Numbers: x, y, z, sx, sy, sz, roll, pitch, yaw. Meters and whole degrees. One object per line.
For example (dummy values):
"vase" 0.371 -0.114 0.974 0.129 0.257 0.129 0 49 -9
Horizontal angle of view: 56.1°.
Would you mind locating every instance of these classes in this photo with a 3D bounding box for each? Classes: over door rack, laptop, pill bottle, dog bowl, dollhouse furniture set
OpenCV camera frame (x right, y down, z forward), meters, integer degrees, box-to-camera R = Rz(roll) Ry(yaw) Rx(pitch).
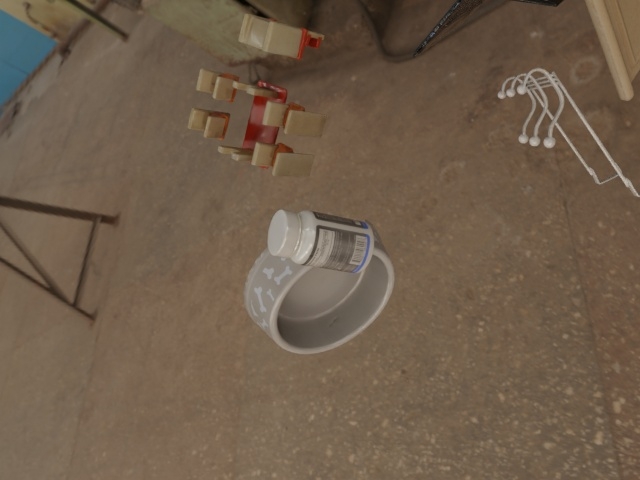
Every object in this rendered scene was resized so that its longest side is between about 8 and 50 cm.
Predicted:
"over door rack" 0.496 -0.203 1.209 0.108 0.324 0.239 -48 3 13
"laptop" 0.347 -0.433 1.145 0.234 0.136 0.264 -41 -2 -38
"pill bottle" 0.000 0.000 0.853 0.078 0.137 0.078 -36 49 56
"dog bowl" 0.011 0.108 1.326 0.349 0.348 0.102 -52 46 14
"dollhouse furniture set" -0.092 -0.263 1.094 0.262 0.135 0.259 31 113 37

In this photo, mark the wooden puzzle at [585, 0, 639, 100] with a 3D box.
"wooden puzzle" 0.291 -0.281 0.531 0.044 0.221 0.239 26 83 44
